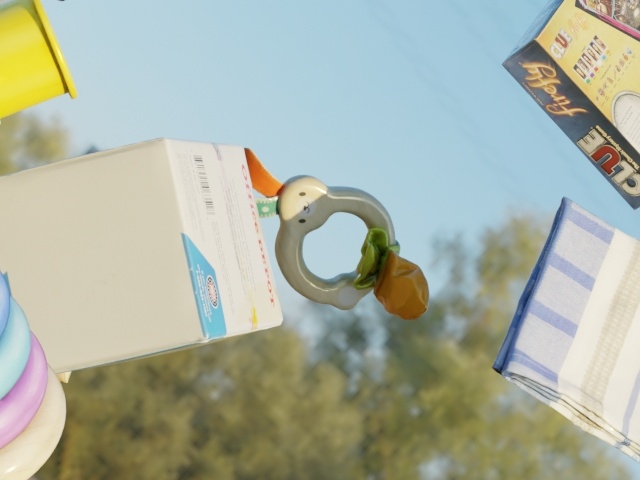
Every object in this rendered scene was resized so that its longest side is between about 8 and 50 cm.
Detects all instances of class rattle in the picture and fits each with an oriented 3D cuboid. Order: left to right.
[{"bbox_3d":[0.000,0.000,1.975,0.199,0.130,0.143,46,18,-28],"label":"rattle"}]

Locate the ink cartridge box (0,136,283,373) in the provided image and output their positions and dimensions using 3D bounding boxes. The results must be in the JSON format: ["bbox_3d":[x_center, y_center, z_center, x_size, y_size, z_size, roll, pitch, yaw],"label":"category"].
[{"bbox_3d":[-0.154,0.015,1.708,0.233,0.168,0.171,0,77,-76],"label":"ink cartridge box"}]

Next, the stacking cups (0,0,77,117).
[{"bbox_3d":[-0.345,-0.090,1.512,0.096,0.316,0.096,156,-90,-85],"label":"stacking cups"}]

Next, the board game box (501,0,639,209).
[{"bbox_3d":[0.259,-0.153,1.684,0.165,0.243,0.042,47,-50,-7],"label":"board game box"}]

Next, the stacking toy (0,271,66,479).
[{"bbox_3d":[-0.265,0.017,1.254,0.141,0.141,0.330,36,-29,39],"label":"stacking toy"}]

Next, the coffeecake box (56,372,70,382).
[{"bbox_3d":[-0.319,0.051,1.869,0.185,0.068,0.142,12,-38,4],"label":"coffeecake box"}]

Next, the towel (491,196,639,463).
[{"bbox_3d":[0.311,0.107,1.835,0.285,0.209,0.034,31,-29,-9],"label":"towel"}]
